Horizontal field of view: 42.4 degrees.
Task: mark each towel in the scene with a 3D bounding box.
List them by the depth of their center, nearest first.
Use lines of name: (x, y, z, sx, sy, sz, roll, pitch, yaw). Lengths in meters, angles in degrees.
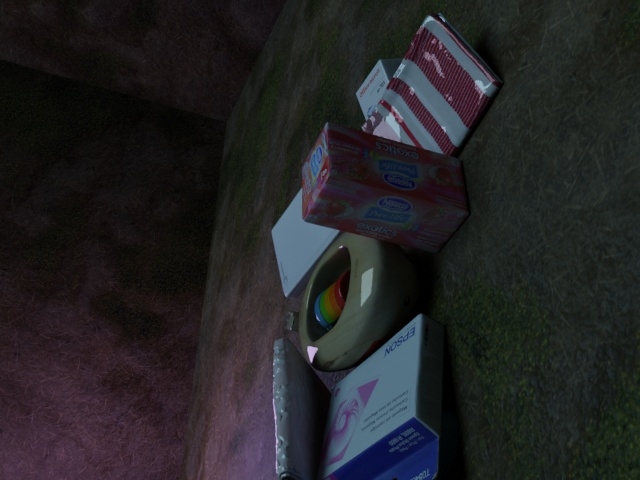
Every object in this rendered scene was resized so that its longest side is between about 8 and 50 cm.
towel: (0.222, -0.275, 1.725, 0.237, 0.037, 0.329, 56, 136, 27)
towel: (-0.017, 0.420, 1.753, 0.053, 0.317, 0.332, -21, 42, 13)

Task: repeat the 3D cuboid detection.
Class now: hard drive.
hard drive: (-0.024, -0.036, 2.201, 0.353, 0.047, 0.233, -52, 41, 44)

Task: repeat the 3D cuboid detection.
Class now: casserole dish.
casserole dish: (0.193, 0.359, 1.515, 0.188, 0.037, 0.114, -174, 97, -72)

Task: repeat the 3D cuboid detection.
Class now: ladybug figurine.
ladybug figurine: (0.081, 0.139, 1.811, 0.449, 0.162, 0.305, 138, 141, -61)

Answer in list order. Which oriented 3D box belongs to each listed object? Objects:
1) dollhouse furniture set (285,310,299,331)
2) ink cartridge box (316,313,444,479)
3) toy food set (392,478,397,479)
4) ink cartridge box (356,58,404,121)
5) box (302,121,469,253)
dollhouse furniture set: (-0.022, 0.183, 2.099, 0.182, 0.161, 0.101, -177, 101, -71)
ink cartridge box: (0.107, 0.348, 1.556, 0.324, 0.071, 0.330, -47, 20, 39)
toy food set: (0.131, 0.484, 1.553, 0.128, 0.071, 0.218, -42, 33, 50)
ink cartridge box: (0.170, -0.303, 1.908, 0.139, 0.082, 0.191, -51, 54, 54)
box: (0.124, -0.100, 1.628, 0.142, 0.300, 0.154, 123, 155, -47)
